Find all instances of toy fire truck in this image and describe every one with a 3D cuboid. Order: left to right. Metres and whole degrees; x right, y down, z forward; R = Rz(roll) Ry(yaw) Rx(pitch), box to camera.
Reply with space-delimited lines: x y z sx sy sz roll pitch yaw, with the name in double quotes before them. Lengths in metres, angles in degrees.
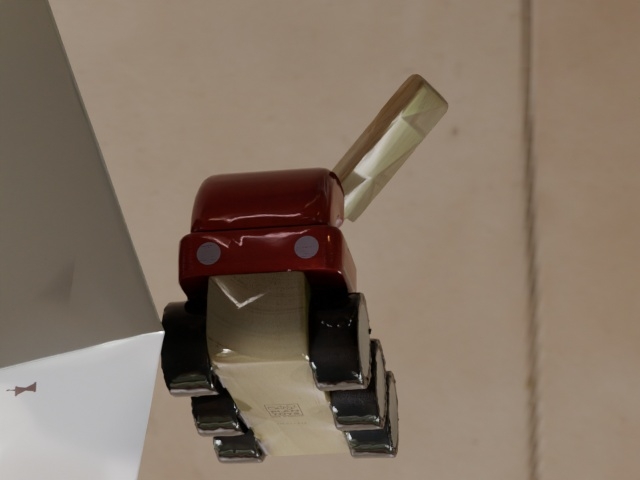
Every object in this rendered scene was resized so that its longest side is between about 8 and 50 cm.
"toy fire truck" 0.000 0.000 1.190 0.159 0.217 0.246 -4 66 9

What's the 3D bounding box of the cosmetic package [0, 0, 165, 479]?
"cosmetic package" -0.184 0.029 1.036 0.097 0.377 0.284 -11 62 -17
